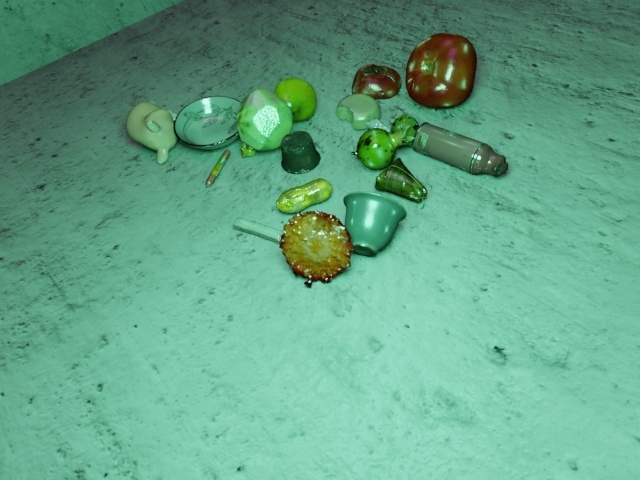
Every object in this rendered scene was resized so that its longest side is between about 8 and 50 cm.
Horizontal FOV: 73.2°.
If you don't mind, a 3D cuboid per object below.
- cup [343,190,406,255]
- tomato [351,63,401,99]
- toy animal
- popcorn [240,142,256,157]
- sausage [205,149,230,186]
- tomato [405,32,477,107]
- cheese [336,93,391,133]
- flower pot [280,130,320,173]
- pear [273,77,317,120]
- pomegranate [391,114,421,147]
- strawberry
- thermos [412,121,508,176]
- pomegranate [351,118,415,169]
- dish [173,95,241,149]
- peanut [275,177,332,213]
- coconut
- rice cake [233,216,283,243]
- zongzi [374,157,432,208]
[{"bbox_3d":[0.146,-0.037,1.295,0.198,0.199,0.150,10,71,20],"label":"cup"},{"bbox_3d":[0.241,-0.712,1.891,0.227,0.101,0.228,-6,46,6],"label":"tomato"},{"bbox_3d":[-0.698,-0.477,1.839,0.256,0.195,0.213,24,48,30],"label":"toy animal"},{"bbox_3d":[-0.295,-0.363,1.731,0.083,0.068,0.060,-22,26,43],"label":"popcorn"},{"bbox_3d":[-0.404,-0.289,1.706,0.029,0.029,0.223,6,51,16],"label":"sausage"},{"bbox_3d":[0.489,-0.664,1.709,0.226,0.299,0.299,5,35,-40],"label":"tomato"},{"bbox_3d":[0.183,-0.492,1.725,0.163,0.082,0.286,-27,51,-10],"label":"cheese"},{"bbox_3d":[-0.084,-0.343,1.636,0.157,0.107,0.158,-6,47,7],"label":"flower pot"},{"bbox_3d":[-0.107,-0.577,1.791,0.187,0.188,0.220,-8,33,5],"label":"pear"},{"bbox_3d":[0.302,-0.394,1.604,0.161,0.122,0.122,-37,47,16],"label":"pomegranate"},{"bbox_3d":[0.000,0.000,1.295,0.233,0.234,0.178,1,23,12],"label":"strawberry"},{"bbox_3d":[0.489,-0.300,1.492,0.330,0.136,0.110,32,90,32],"label":"thermos"},{"bbox_3d":[0.220,-0.347,1.520,0.220,0.156,0.156,-45,42,27],"label":"pomegranate"},{"bbox_3d":[-0.448,-0.470,1.812,0.316,0.106,0.317,-1,54,2],"label":"dish"},{"bbox_3d":[-0.056,-0.151,1.480,0.206,0.087,0.087,-22,49,-11],"label":"peanut"},{"bbox_3d":[-0.223,-0.469,1.658,0.235,0.236,0.204,28,47,30],"label":"coconut"},{"bbox_3d":[-0.203,-0.033,1.441,0.206,0.036,0.047,17,67,23],"label":"rice cake"},{"bbox_3d":[0.305,-0.211,1.467,0.187,0.084,0.184,27,49,22],"label":"zongzi"}]
